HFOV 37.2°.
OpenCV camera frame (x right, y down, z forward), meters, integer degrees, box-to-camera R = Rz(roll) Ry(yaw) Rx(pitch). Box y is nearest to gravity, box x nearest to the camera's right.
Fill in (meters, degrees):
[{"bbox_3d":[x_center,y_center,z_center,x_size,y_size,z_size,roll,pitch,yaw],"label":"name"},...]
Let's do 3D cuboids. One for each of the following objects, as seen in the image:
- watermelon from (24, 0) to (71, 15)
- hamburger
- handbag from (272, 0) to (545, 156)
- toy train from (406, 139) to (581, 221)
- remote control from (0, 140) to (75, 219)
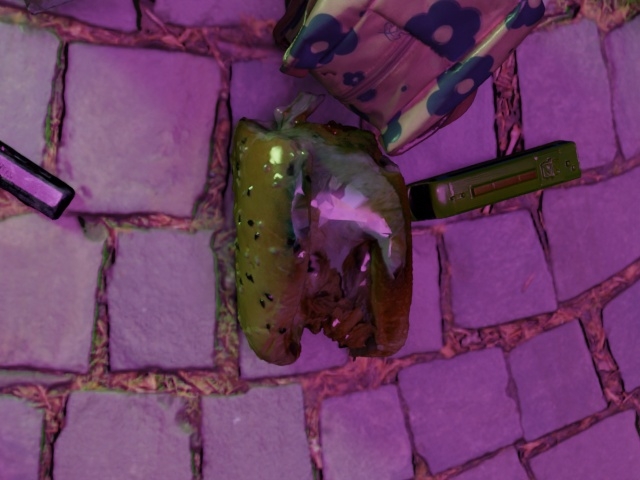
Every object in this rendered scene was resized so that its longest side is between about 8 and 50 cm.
[{"bbox_3d":[-0.291,-0.363,0.731,0.228,0.258,0.387,-37,98,7],"label":"watermelon"},{"bbox_3d":[0.000,0.000,0.919,0.168,0.192,0.287,-3,98,-6],"label":"hamburger"},{"bbox_3d":[0.065,-0.207,0.874,0.190,0.251,0.193,38,103,-18],"label":"handbag"},{"bbox_3d":[0.181,-0.061,1.027,0.209,0.042,0.044,-17,101,-13],"label":"toy train"},{"bbox_3d":[-0.284,-0.058,0.912,0.096,0.014,0.039,35,88,-16],"label":"remote control"}]
